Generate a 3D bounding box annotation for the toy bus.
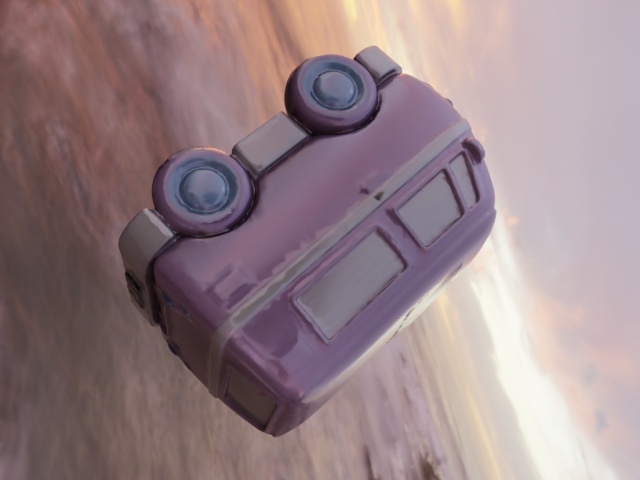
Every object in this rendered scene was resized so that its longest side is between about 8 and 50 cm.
[{"bbox_3d":[0.000,0.000,0.427,0.142,0.202,0.142,44,-23,13],"label":"toy bus"}]
